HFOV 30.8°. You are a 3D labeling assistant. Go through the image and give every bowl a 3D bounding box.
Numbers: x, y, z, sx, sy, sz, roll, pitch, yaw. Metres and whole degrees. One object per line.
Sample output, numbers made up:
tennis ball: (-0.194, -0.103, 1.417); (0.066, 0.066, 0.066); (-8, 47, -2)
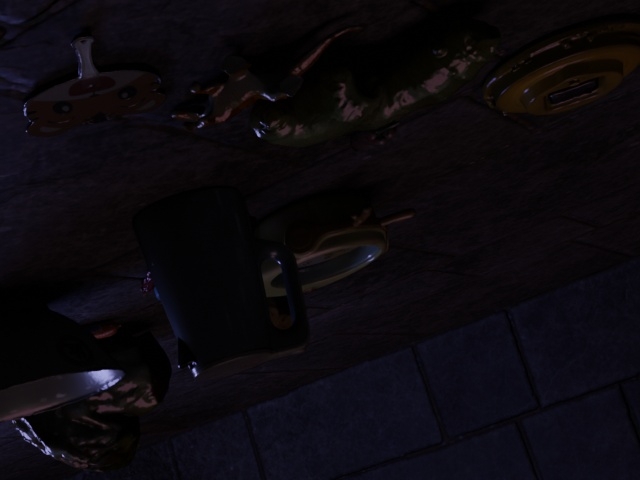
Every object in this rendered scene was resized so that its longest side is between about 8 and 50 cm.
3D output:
bowl: (-0.492, 0.188, 1.855); (0.337, 0.157, 0.337); (-16, 167, -4)

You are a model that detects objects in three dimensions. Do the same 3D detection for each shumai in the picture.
shumai: (-0.434, 0.275, 2.260); (0.263, 0.304, 0.309); (-51, -171, 9)

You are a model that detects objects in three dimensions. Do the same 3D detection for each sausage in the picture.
sausage: (-0.419, 0.170, 2.138); (0.107, 0.031, 0.031); (-13, 166, -17)

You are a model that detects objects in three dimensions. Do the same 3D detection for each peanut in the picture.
peanut: (-0.145, 0.162, 2.287); (0.197, 0.110, 0.233); (-23, 164, 27)

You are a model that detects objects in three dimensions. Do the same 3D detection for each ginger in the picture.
ginger: (0.060, -0.171, 1.290); (0.290, 0.089, 0.137); (-15, 152, 0)

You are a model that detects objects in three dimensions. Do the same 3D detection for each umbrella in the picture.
umbrella: (-0.276, 0.061, 1.904); (0.025, 0.027, 0.165); (-61, -175, -27)

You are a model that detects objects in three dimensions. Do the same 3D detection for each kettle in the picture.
kettle: (-0.130, 0.061, 1.633); (0.211, 0.243, 0.160); (-12, 165, -28)

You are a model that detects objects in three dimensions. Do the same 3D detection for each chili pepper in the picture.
chili pepper: (0.067, -0.140, 1.515); (0.050, 0.041, 0.153); (6, 178, -11)

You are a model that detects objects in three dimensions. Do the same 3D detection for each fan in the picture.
fan: (-0.229, -0.155, 1.150); (0.153, 0.008, 0.226); (-14, 167, -9)

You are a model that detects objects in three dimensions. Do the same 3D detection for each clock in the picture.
clock: (0.000, 0.000, 1.860); (0.308, 0.096, 0.235); (-28, 162, 36)
clock: (0.328, -0.213, 1.520); (0.237, 0.057, 0.237); (-16, 167, -4)

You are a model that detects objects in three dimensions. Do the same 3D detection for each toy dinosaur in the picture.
toy dinosaur: (-0.057, -0.164, 1.239); (0.212, 0.057, 0.142); (-15, 178, -6)

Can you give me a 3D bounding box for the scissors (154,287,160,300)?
scissors: (-0.117, 0.075, 2.142); (0.193, 0.029, 0.447); (-24, 164, 27)
